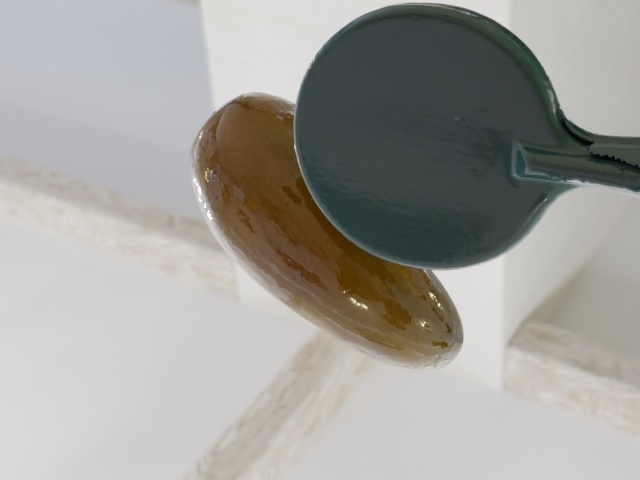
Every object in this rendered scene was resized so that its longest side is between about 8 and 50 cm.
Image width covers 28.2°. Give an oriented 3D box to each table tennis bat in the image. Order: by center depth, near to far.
[{"bbox_3d":[0.080,-0.039,0.563,0.201,0.124,0.033,9,-160,21],"label":"table tennis bat"}]

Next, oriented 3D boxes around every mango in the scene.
[{"bbox_3d":[0.000,0.000,0.673,0.085,0.102,0.184,-41,-102,8],"label":"mango"}]
